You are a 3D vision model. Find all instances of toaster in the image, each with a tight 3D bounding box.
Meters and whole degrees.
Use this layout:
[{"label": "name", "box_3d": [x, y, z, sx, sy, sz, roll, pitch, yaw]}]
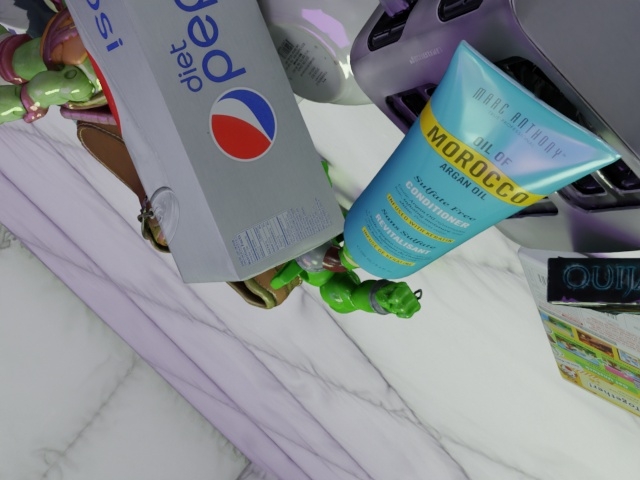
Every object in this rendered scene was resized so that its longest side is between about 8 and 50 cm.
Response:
[{"label": "toaster", "box_3d": [0.123, -0.082, 0.586, 0.185, 0.110, 0.168, 44, 164, -17]}]

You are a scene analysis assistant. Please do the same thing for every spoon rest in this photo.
[{"label": "spoon rest", "box_3d": [-0.018, -0.127, 0.868, 0.137, 0.084, 0.276, 40, 151, -7]}]

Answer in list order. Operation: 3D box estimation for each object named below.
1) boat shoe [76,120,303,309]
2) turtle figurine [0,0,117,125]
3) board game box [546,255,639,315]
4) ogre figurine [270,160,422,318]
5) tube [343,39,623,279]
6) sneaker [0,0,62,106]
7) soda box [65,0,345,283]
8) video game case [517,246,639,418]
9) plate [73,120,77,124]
[{"label": "boat shoe", "box_3d": [-0.145, -0.043, 1.252, 0.307, 0.104, 0.111, 31, 157, 14]}, {"label": "turtle figurine", "box_3d": [-0.233, -0.188, 0.928, 0.274, 0.198, 0.266, 2, -170, -24]}, {"label": "board game box", "box_3d": [0.219, 0.024, 0.590, 0.186, 0.026, 0.126, 0, 175, 26]}, {"label": "ogre figurine", "box_3d": [0.000, 0.000, 1.107, 0.197, 0.097, 0.118, 31, 154, -12]}, {"label": "tube", "box_3d": [0.065, -0.031, 0.579, 0.080, 0.052, 0.207, 31, 158, -5]}, {"label": "sneaker", "box_3d": [-0.283, -0.202, 1.177, 0.235, 0.094, 0.153, 29, 155, 0]}, {"label": "soda box", "box_3d": [-0.091, -0.117, 0.794, 0.098, 0.091, 0.286, -4, 110, 61]}, {"label": "video game case", "box_3d": [0.266, 0.098, 0.909, 0.227, 0.026, 0.206, 27, 159, 35]}, {"label": "plate", "box_3d": [-0.235, -0.128, 1.401, 0.188, 0.024, 0.188, 36, 164, 12]}]
